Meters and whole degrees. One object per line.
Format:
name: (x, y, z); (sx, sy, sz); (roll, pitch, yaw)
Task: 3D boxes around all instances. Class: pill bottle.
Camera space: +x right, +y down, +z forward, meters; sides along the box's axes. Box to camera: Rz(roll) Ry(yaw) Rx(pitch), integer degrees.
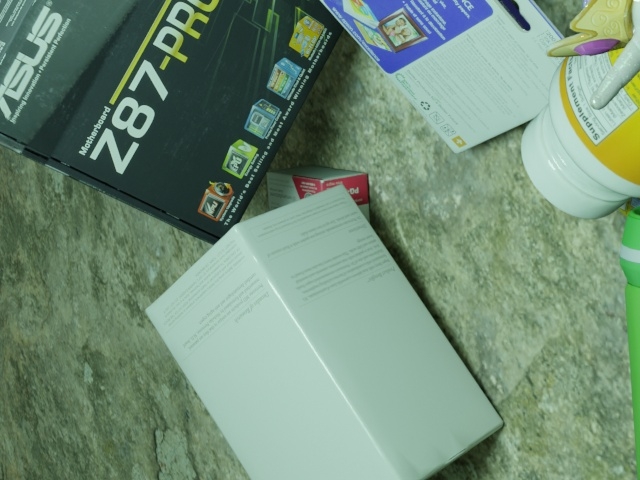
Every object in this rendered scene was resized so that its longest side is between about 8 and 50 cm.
pill bottle: (0.260, -0.117, 1.124); (0.246, 0.136, 0.136); (-47, 61, 50)

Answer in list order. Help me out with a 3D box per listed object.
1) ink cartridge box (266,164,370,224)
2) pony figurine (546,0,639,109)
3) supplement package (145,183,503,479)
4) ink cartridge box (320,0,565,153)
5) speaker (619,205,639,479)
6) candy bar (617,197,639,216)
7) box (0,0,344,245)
ink cartridge box: (0.000, 0.000, 1.599); (0.109, 0.063, 0.150); (11, 109, 54)
pony figurine: (0.322, -0.244, 0.877); (0.363, 0.303, 0.351); (2, 77, 30)
supplement package: (0.002, 0.126, 1.460); (0.175, 0.177, 0.293); (-42, 77, 40)
ink cartridge box: (0.125, -0.186, 1.295); (0.206, 0.045, 0.208); (48, 148, -13)
speaker: (0.301, 0.120, 1.145); (0.131, 0.131, 0.296); (7, 105, 54)
candy bar: (0.234, -0.060, 1.284); (0.161, 0.018, 0.040); (39, 132, 43)
box: (-0.124, -0.227, 1.356); (0.097, 0.318, 0.395); (31, 92, 48)
